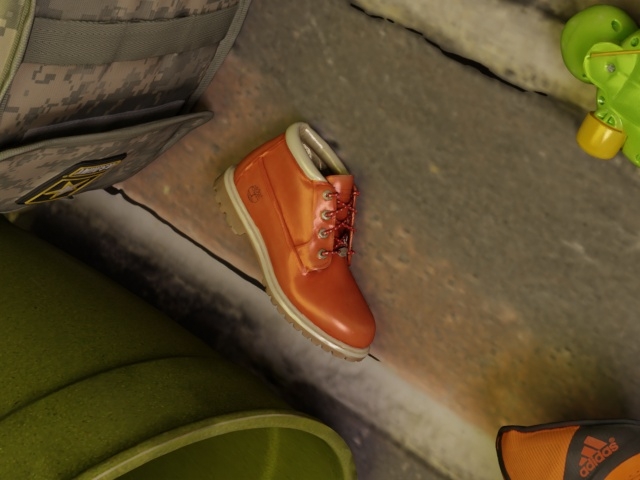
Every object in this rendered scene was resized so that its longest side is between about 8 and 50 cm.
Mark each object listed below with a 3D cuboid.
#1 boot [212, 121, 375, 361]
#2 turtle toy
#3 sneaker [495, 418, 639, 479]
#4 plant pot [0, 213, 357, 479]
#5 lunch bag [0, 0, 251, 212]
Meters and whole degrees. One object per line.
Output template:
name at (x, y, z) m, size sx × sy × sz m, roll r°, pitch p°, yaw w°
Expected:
boot at (0.000, 0.000, 0.789) m, size 0.084 × 0.059 × 0.158 m, roll -38°, pitch 78°, yaw 27°
turtle toy at (0.182, -0.083, 0.647) m, size 0.130 × 0.066 × 0.095 m, roll 37°, pitch 117°, yaw 22°
sneaker at (0.153, 0.211, 0.704) m, size 0.321 × 0.124 × 0.180 m, roll 112°, pitch 153°, yaw -47°
plant pot at (-0.227, 0.149, 0.818) m, size 0.353 × 0.366 × 0.366 m, roll 42°, pitch 119°, yaw 33°
lunch bag at (-0.170, -0.131, 0.761) m, size 0.169 × 0.235 × 0.287 m, roll 33°, pitch 115°, yaw 20°
